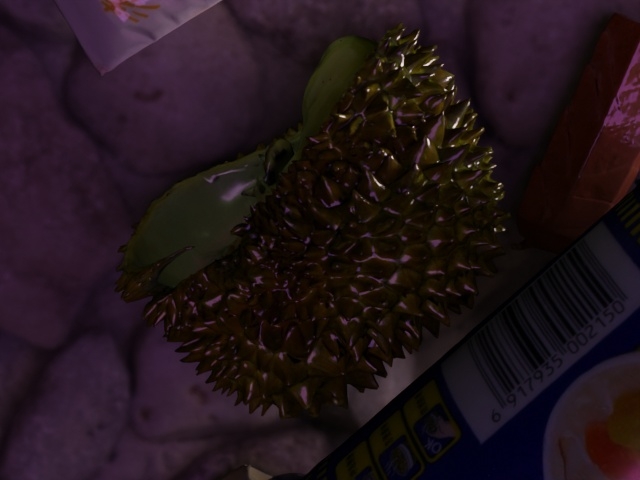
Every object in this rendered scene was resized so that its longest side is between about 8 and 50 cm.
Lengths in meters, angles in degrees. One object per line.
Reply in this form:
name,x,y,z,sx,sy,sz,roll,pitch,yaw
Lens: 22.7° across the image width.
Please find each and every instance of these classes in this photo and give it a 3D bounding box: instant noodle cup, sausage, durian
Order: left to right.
durian,0.003,-0.001,0.943,0.237,0.200,0.176,-37,88,-7
sausage,0.178,-0.060,1.032,0.065,0.065,0.169,22,101,-17
instant noodle cup,0.162,0.130,0.917,0.284,0.284,0.312,36,105,-19

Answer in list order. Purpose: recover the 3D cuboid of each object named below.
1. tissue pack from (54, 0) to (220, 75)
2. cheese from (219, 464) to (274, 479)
tissue pack,-0.105,-0.240,0.883,0.185,0.124,0.225,-31,111,2
cheese,-0.071,0.279,1.102,0.127,0.054,0.251,29,102,-19
